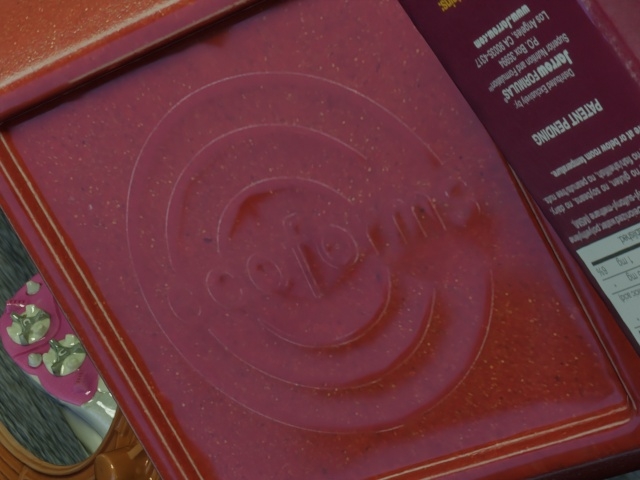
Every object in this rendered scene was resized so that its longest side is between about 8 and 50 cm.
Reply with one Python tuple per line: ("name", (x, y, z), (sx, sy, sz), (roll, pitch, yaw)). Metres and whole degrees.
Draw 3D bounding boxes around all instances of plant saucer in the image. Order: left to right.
("plant saucer", (0.000, 0.000, 0.693), (0.258, 0.048, 0.259), (-21, 105, 31))

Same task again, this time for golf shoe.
("golf shoe", (-0.068, 0.129, 1.120), (0.306, 0.115, 0.140), (48, 166, 38))

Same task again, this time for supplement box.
("supplement box", (0.101, -0.057, 0.518), (0.188, 0.104, 0.081), (55, 157, -1))

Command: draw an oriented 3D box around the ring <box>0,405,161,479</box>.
("ring", (-0.171, 0.021, 1.078), (0.336, 0.032, 0.336), (17, 112, 50))
